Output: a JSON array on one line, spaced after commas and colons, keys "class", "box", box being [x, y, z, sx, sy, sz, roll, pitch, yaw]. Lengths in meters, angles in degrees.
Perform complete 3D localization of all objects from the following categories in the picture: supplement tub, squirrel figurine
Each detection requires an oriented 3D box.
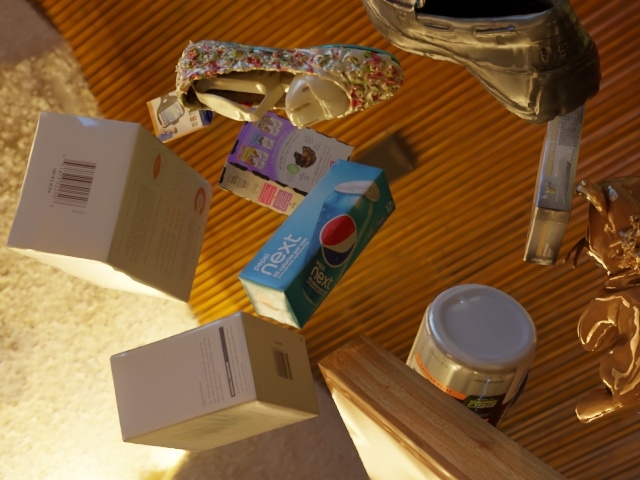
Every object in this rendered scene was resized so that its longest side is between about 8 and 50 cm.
[{"class": "supplement tub", "box": [0.237, 0.241, 1.809, 0.194, 0.316, 0.193, 6, -135, -6]}, {"class": "squirrel figurine", "box": [0.524, 0.050, 1.571, 0.397, 0.281, 0.370, 110, 154, -67]}]

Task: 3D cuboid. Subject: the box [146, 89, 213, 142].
[{"class": "box", "box": [-0.254, -0.234, 1.929, 0.028, 0.136, 0.081, -17, -89, -51]}]

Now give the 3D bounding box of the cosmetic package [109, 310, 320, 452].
[{"class": "cosmetic package", "box": [-0.154, 0.219, 1.577, 0.224, 0.225, 0.138, 31, -137, -62]}]

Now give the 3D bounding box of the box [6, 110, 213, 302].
[{"class": "box", "box": [-0.318, -0.043, 1.676, 0.345, 0.168, 0.214, 46, -126, -72]}]

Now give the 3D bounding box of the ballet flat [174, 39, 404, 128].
[{"class": "ballet flat", "box": [-0.038, -0.147, 1.039, 0.091, 0.241, 0.077, 62, -139, -51]}]

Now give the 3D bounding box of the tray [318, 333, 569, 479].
[{"class": "tray", "box": [0.145, 0.261, 1.085, 0.411, 0.076, 0.202, 29, 147, 60]}]

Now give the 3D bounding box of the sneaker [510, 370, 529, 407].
[{"class": "sneaker", "box": [0.330, 0.211, 1.954, 0.081, 0.090, 0.232, -39, -41, -33]}]

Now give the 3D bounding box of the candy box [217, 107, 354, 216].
[{"class": "candy box", "box": [-0.057, -0.128, 1.829, 0.196, 0.070, 0.164, 23, -134, -3]}]

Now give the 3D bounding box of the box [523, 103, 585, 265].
[{"class": "box", "box": [0.385, -0.100, 1.735, 0.183, 0.056, 0.231, 81, -159, -61]}]

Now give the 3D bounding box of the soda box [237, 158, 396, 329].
[{"class": "soda box", "box": [0.000, 0.000, 1.232, 0.210, 0.071, 0.067, -51, -41, -29]}]

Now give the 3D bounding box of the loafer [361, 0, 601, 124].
[{"class": "loafer", "box": [0.088, -0.148, 0.649, 0.223, 0.076, 0.078, 46, 162, 49]}]
